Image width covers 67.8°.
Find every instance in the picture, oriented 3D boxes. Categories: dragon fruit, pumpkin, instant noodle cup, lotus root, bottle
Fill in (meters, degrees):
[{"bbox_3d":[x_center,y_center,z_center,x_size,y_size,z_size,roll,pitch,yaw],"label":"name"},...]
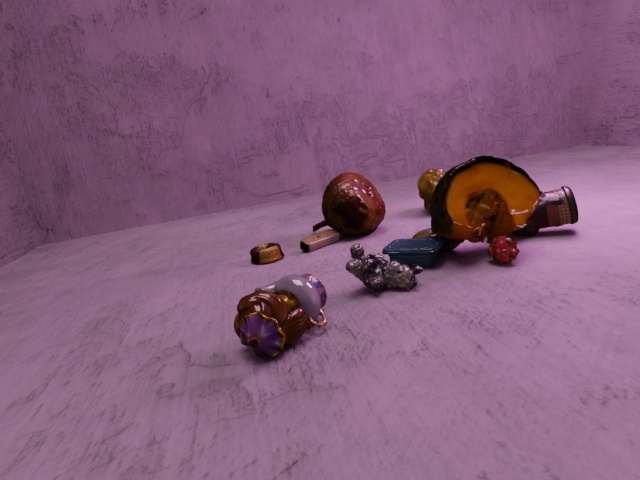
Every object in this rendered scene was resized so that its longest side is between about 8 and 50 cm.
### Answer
[{"bbox_3d":[0.539,0.025,1.411,0.086,0.080,0.116,-17,9,13],"label":"dragon fruit"},{"bbox_3d":[0.497,-0.119,1.486,0.304,0.256,0.225,9,-19,-3],"label":"pumpkin"},{"bbox_3d":[0.303,0.040,1.528,0.179,0.070,0.157,-3,14,27],"label":"instant noodle cup"},{"bbox_3d":[0.398,-0.003,1.612,0.180,0.080,0.089,-6,43,23],"label":"lotus root"},{"bbox_3d":[0.719,-0.087,1.623,0.272,0.143,0.156,-14,-13,21],"label":"bottle"}]

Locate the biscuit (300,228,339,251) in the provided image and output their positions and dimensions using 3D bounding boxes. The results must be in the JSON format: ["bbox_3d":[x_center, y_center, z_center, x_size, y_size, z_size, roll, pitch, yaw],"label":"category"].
[{"bbox_3d":[0.000,0.000,1.931,0.188,0.052,0.056,-22,31,-40],"label":"biscuit"}]

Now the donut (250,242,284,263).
[{"bbox_3d":[-0.212,0.049,1.863,0.141,0.059,0.140,-12,14,3],"label":"donut"}]

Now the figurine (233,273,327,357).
[{"bbox_3d":[-0.094,0.170,1.121,0.190,0.142,0.263,25,29,25],"label":"figurine"}]

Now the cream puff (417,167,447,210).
[{"bbox_3d":[0.561,-0.204,2.183,0.282,0.185,0.282,26,-7,3],"label":"cream puff"}]

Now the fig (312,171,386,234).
[{"bbox_3d":[0.096,-0.113,2.078,0.286,0.286,0.369,-24,-10,-46],"label":"fig"}]

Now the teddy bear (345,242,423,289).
[{"bbox_3d":[0.171,0.098,1.350,0.213,0.111,0.133,18,41,8],"label":"teddy bear"}]
